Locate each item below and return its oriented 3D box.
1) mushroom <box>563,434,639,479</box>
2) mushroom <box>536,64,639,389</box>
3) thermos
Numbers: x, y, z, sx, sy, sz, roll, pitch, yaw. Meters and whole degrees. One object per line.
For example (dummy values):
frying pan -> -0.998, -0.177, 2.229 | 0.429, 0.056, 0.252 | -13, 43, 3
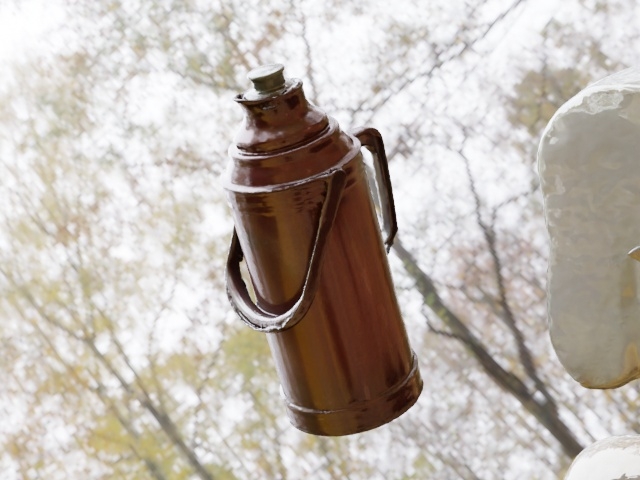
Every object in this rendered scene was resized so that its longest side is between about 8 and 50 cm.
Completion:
mushroom -> 0.263, 0.213, 0.848 | 0.209, 0.206, 0.206 | -11, -46, -34
mushroom -> 0.240, -0.039, 0.712 | 0.329, 0.122, 0.159 | -20, -43, -44
thermos -> -0.001, -0.001, 0.786 | 0.124, 0.099, 0.232 | -26, -65, -27
